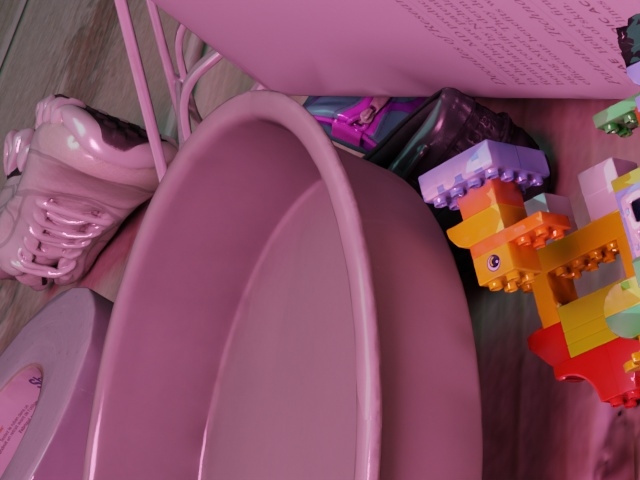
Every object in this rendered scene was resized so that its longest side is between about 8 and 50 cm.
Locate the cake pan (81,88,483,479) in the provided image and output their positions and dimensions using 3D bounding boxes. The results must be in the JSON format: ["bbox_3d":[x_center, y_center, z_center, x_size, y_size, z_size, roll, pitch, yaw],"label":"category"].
[{"bbox_3d":[-0.022,0.092,0.709,0.293,0.054,0.293,-172,90,-67],"label":"cake pan"}]

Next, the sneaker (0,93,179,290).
[{"bbox_3d":[-0.175,-0.026,1.352,0.118,0.110,0.292,-70,13,-12],"label":"sneaker"}]

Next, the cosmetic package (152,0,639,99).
[{"bbox_3d":[0.075,-0.182,0.784,0.385,0.156,0.217,9,67,58],"label":"cosmetic package"}]

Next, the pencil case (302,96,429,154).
[{"bbox_3d":[0.053,-0.108,0.960,0.151,0.064,0.070,-58,6,0],"label":"pencil case"}]

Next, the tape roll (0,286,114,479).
[{"bbox_3d":[-0.161,0.136,1.094,0.219,0.072,0.219,-49,21,26],"label":"tape roll"}]

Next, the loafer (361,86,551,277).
[{"bbox_3d":[0.000,0.000,0.854,0.223,0.078,0.076,-31,25,35],"label":"loafer"}]

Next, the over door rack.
[{"bbox_3d":[-0.085,-0.161,1.051,0.108,0.324,0.239,-23,25,5],"label":"over door rack"}]

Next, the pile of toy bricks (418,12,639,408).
[{"bbox_3d":[0.127,-0.004,0.592,0.212,0.118,0.105,-29,65,38],"label":"pile of toy bricks"}]
